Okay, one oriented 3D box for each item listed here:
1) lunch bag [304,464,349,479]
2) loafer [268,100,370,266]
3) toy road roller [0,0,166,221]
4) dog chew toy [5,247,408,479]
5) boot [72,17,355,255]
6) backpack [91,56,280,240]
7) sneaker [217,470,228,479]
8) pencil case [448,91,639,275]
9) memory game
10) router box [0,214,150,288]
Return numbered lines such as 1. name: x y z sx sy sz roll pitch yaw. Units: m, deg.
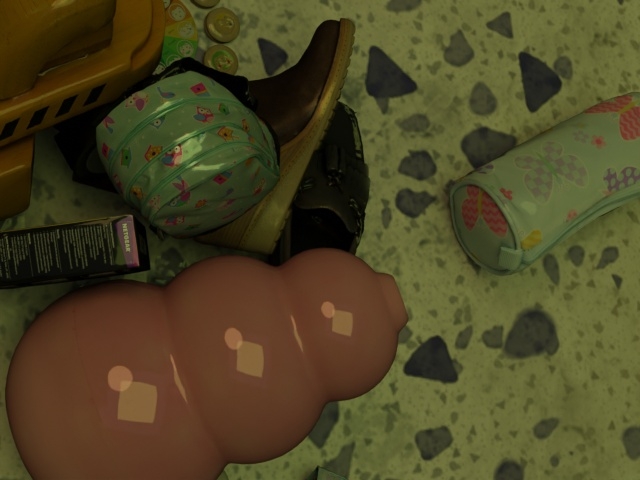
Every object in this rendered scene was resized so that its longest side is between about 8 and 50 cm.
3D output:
1. lunch bag: 0.008 0.269 1.086 0.071 0.053 0.083 28 81 -16
2. loafer: 0.000 0.000 1.099 0.109 0.095 0.303 17 75 -21
3. toy road roller: -0.283 -0.152 0.894 0.329 0.240 0.202 -26 73 -23
4. dog chew toy: -0.087 0.105 0.941 0.331 0.206 0.207 -21 91 2
5. boot: -0.096 -0.126 1.042 0.206 0.090 0.248 24 86 0
6. backpack: -0.104 -0.069 0.912 0.152 0.182 0.115 -40 76 1
7. sneaker: -0.170 0.295 0.980 0.126 0.091 0.240 27 73 -18
8. pencil case: 0.271 -0.062 1.221 0.273 0.113 0.124 -25 71 -25
9. memory game: -0.165 -0.205 1.102 0.186 0.012 0.186 4 81 -24
10. router box: -0.214 0.012 0.937 0.133 0.179 0.046 -7 89 -7
